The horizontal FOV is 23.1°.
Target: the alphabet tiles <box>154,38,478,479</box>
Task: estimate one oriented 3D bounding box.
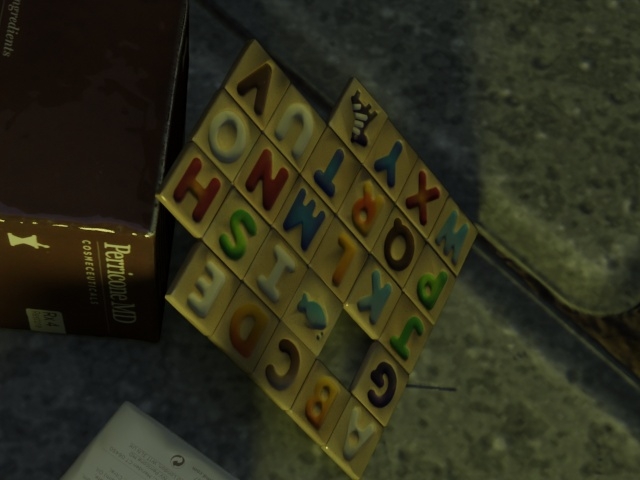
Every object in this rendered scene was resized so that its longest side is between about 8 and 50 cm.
[{"bbox_3d":[0.000,0.000,0.951,0.009,0.237,0.198,1,53,44],"label":"alphabet tiles"}]

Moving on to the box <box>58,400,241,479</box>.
[{"bbox_3d":[-0.124,0.197,0.870,0.091,0.130,0.170,34,65,11],"label":"box"}]

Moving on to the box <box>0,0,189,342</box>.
[{"bbox_3d":[-0.191,-0.051,0.965,0.203,0.168,0.167,6,64,-2],"label":"box"}]
